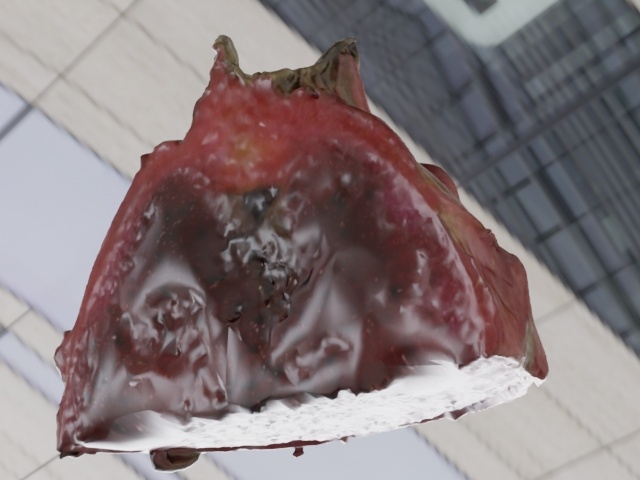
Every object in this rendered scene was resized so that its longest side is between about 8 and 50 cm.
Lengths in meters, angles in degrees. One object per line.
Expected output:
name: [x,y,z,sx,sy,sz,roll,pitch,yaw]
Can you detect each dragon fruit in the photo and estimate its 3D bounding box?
dragon fruit: [0.000,0.000,0.762,0.134,0.262,0.212,6,-104,-53]
